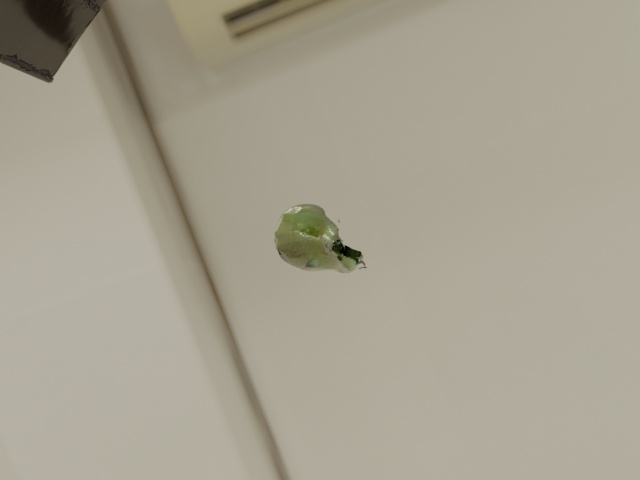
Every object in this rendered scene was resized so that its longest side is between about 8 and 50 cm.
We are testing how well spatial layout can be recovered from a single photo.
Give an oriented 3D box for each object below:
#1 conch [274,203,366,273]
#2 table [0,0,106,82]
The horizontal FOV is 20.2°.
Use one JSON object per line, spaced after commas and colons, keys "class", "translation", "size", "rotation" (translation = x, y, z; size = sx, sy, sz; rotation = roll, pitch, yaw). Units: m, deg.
{"class": "conch", "translation": [-0.004, 0.002, 2.178], "size": [0.095, 0.079, 0.201], "rotation": [31, -2, -34]}
{"class": "table", "translation": [-0.359, -0.326, 2.097], "size": [0.193, 0.169, 0.172], "rotation": [-52, -30, 9]}
